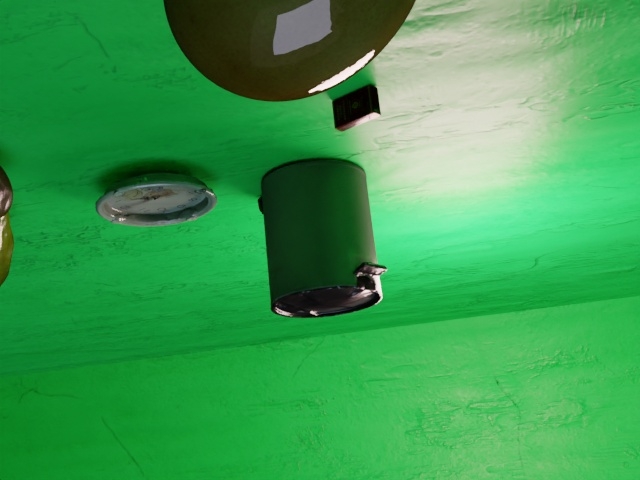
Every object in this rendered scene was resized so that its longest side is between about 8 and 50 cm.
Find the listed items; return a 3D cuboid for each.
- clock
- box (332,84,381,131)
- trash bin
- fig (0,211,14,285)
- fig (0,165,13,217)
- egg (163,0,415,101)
[{"bbox_3d":[-0.320,-0.087,1.800,0.236,0.053,0.236,-6,164,-2],"label":"clock"},{"bbox_3d":[0.058,-0.217,1.514,0.082,0.051,0.023,-19,159,35],"label":"box"},{"bbox_3d":[0.000,0.000,1.815,0.277,0.262,0.217,-22,156,40],"label":"trash bin"},{"bbox_3d":[-0.680,-0.002,1.809,0.275,0.206,0.206,-43,144,26],"label":"fig"},{"bbox_3d":[-0.601,-0.119,1.591,0.133,0.185,0.126,-2,-158,-20],"label":"fig"},{"bbox_3d":[-0.024,-0.286,0.974,0.322,0.250,0.250,-27,152,38],"label":"egg"}]
